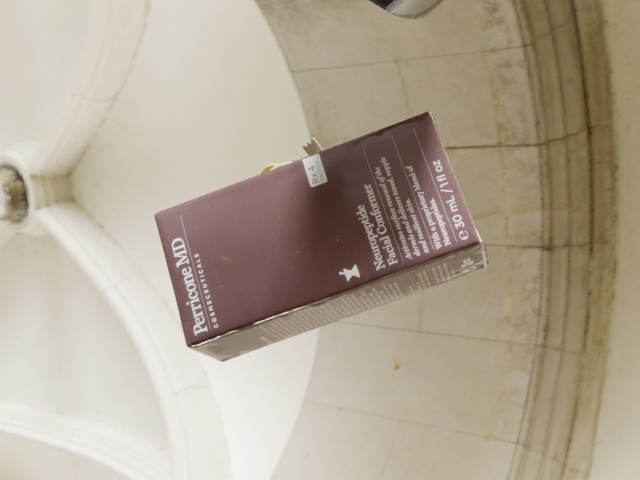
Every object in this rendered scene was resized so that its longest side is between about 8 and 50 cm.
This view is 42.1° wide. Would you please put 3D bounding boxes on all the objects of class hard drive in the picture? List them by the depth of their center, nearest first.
[{"bbox_3d":[0.069,-0.330,1.017,0.172,0.255,0.054,32,-67,8],"label":"hard drive"}]

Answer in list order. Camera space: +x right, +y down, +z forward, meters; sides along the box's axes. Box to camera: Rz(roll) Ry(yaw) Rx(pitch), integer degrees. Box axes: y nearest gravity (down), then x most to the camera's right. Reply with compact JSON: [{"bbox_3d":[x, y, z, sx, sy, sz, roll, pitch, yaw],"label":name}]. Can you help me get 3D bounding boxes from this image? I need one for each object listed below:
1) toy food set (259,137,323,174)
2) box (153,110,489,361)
[{"bbox_3d":[-0.049,-0.086,1.484,0.192,0.038,0.132,-34,-82,20],"label":"toy food set"},{"bbox_3d":[0.000,0.000,1.069,0.381,0.143,0.191,-21,-109,7],"label":"box"}]
